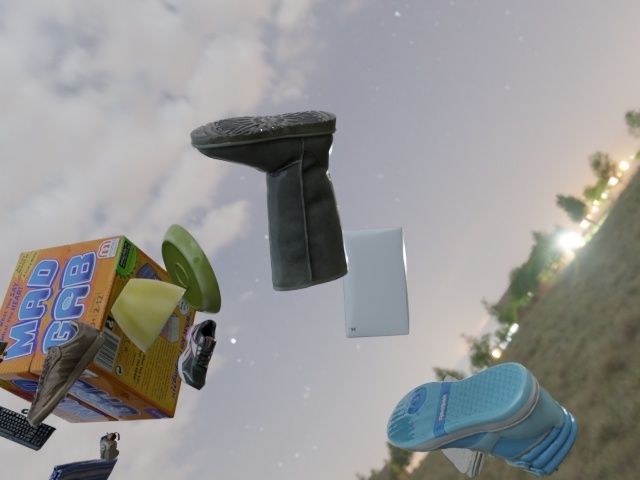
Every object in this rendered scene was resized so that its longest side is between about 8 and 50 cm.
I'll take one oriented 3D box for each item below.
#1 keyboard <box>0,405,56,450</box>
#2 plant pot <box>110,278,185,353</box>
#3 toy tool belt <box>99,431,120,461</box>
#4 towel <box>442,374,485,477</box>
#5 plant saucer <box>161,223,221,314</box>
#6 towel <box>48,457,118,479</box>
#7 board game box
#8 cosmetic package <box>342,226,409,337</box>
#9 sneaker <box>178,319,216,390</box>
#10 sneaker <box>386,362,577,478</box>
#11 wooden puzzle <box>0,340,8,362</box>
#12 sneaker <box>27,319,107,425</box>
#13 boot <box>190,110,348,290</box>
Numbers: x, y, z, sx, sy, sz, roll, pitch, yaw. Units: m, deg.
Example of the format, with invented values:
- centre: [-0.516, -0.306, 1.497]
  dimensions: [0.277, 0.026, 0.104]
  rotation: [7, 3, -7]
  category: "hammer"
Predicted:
- centre: [-0.796, 0.487, 2.043]
  dimensions: [0.108, 0.180, 0.023]
  rotation: [-59, -18, -47]
  category: "keyboard"
- centre: [-0.319, 0.122, 1.379]
  dimensions: [0.134, 0.095, 0.134]
  rotation: [-57, 8, 13]
  category: "plant pot"
- centre: [-0.547, 0.521, 1.962]
  dimensions: [0.052, 0.051, 0.083]
  rotation: [-16, -59, -49]
  category: "toy tool belt"
- centre: [0.374, 0.488, 2.023]
  dimensions: [0.282, 0.049, 0.187]
  rotation: [-140, 64, -72]
  category: "towel"
- centre: [-0.318, 0.077, 1.829]
  dimensions: [0.037, 0.241, 0.241]
  rotation: [-27, -27, -28]
  category: "plant saucer"
- centre: [-0.655, 0.717, 1.946]
  dimensions: [0.336, 0.040, 0.243]
  rotation: [-65, -23, 0]
  category: "towel"
- centre: [-0.590, 0.247, 2.014]
  dimensions: [0.356, 0.356, 0.357]
  rotation: [51, -142, -49]
  category: "board game box"
- centre: [0.120, 0.093, 1.670]
  dimensions: [0.224, 0.138, 0.224]
  rotation: [29, -123, -83]
  category: "cosmetic package"
- centre: [-0.278, 0.255, 1.772]
  dimensions: [0.077, 0.072, 0.178]
  rotation: [-38, 41, 35]
  category: "sneaker"
- centre: [0.268, 0.318, 1.243]
  dimensions: [0.319, 0.208, 0.127]
  rotation: [-28, 32, 49]
  category: "sneaker"
- centre: [-0.635, 0.217, 1.487]
  dimensions: [0.049, 0.006, 0.083]
  rotation: [-61, -21, 0]
  category: "wooden puzzle"
- centre: [-0.432, 0.214, 1.256]
  dimensions: [0.066, 0.071, 0.188]
  rotation: [-45, 11, 51]
  category: "sneaker"
- centre: [-0.055, -0.041, 0.908]
  dimensions: [0.189, 0.076, 0.209]
  rotation: [-6, -64, -16]
  category: "boot"
